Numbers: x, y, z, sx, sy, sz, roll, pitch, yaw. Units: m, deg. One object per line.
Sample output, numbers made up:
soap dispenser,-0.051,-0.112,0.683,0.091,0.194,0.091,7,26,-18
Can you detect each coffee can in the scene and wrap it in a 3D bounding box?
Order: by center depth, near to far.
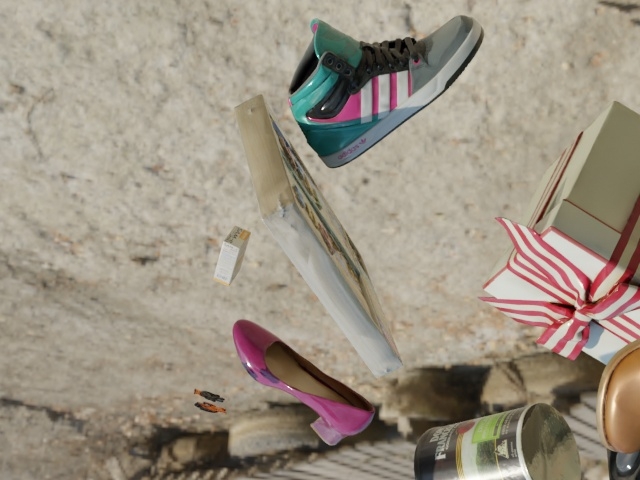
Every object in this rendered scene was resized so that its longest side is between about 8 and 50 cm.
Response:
coffee can,0.360,0.459,1.789,0.201,0.201,0.275,24,145,-37

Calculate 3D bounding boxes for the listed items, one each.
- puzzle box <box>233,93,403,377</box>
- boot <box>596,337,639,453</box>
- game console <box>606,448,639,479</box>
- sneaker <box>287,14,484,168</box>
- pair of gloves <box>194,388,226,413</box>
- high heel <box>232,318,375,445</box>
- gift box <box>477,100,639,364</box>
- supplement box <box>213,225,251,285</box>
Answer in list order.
puzzle box,0.000,0.000,1.342,0.052,0.272,0.409,-26,133,8
boot,0.312,0.121,0.695,0.073,0.152,0.197,3,113,-32
game console,0.395,0.152,0.812,0.060,0.342,0.386,29,124,1
sneaker,0.067,-0.254,1.220,0.295,0.124,0.178,-39,117,13
pair of gloves,-0.249,0.363,1.957,0.074,0.083,0.010,19,106,-16
high heel,-0.036,0.292,1.984,0.377,0.127,0.181,43,135,1
gift box,0.364,0.007,1.155,0.276,0.258,0.255,28,154,6
supplement box,-0.170,0.029,1.676,0.036,0.062,0.098,23,125,5
